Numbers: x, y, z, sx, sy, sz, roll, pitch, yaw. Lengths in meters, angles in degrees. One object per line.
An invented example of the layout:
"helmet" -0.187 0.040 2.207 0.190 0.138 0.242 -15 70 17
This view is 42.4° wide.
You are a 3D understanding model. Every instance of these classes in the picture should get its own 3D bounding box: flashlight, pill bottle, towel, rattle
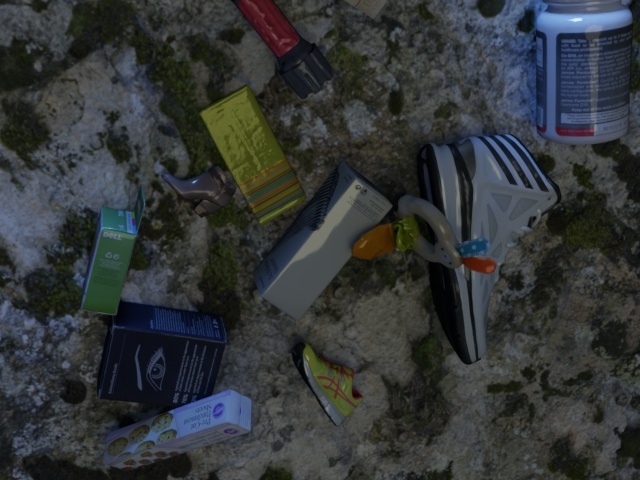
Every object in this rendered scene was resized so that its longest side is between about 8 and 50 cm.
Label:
"flashlight" -0.095 -0.364 1.323 0.304 0.103 0.103 50 60 -20
"pill bottle" 0.460 -0.324 1.444 0.161 0.161 0.283 -10 114 -9
"towel" -0.117 -0.148 1.458 0.102 0.021 0.237 -30 114 -6
"rattle" 0.176 0.019 1.395 0.142 0.199 0.130 -22 143 -36

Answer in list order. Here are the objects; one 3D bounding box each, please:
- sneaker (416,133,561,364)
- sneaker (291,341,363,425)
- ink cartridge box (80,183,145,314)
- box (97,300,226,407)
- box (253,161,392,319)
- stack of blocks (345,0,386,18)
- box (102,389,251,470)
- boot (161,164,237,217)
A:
"sneaker" 0.340 0.015 1.548 0.257 0.169 0.448 -12 111 -6
"sneaker" 0.017 0.267 1.630 0.094 0.081 0.209 -33 122 -6
"ink cartridge box" -0.357 0.009 1.413 0.062 0.109 0.209 13 108 -19
"box" -0.292 0.211 1.510 0.207 0.108 0.153 12 109 -17
"box" 0.000 0.000 1.494 0.094 0.113 0.275 35 99 -23
"stack of blocks" -0.032 -0.470 1.257 0.297 0.171 0.087 22 112 -39
"box" -0.267 0.352 1.511 0.324 0.067 0.063 -23 141 30
"boot" -0.208 -0.100 1.446 0.087 0.042 0.118 -43 116 -1
